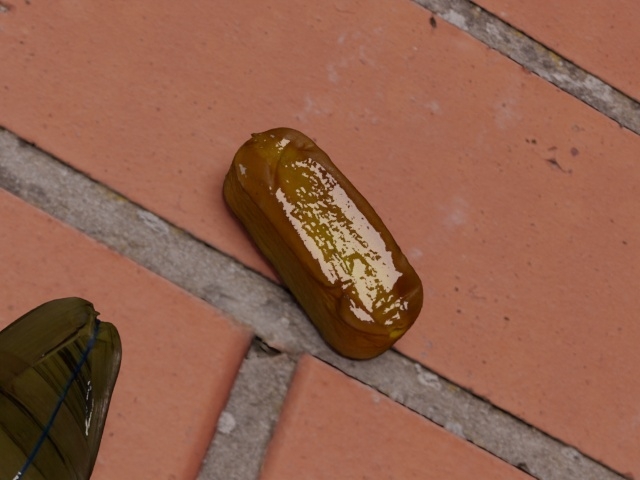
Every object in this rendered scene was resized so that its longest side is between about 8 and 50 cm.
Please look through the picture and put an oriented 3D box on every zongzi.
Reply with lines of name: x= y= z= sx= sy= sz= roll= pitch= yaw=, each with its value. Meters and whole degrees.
zongzi: x=-0.213 y=0.214 z=1.547 sx=0.289 sy=0.123 sz=0.260 roll=56 pitch=40 yaw=-3

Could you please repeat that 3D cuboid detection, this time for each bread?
bread: x=0.000 y=0.000 z=1.819 sx=0.102 sy=0.094 sz=0.245 roll=-28 pitch=76 yaw=-34
